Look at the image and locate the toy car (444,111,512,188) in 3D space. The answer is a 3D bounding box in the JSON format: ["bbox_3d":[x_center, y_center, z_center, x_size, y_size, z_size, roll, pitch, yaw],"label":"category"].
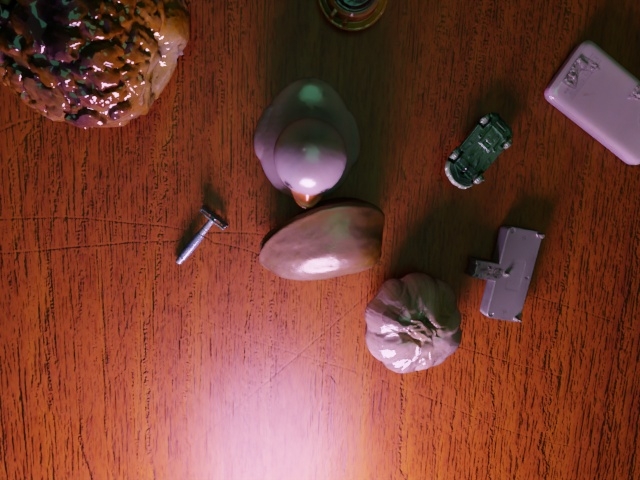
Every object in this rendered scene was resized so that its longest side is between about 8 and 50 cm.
[{"bbox_3d":[0.332,-0.192,0.906,0.093,0.058,0.186,42,81,-10],"label":"toy car"}]

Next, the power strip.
[{"bbox_3d":[0.407,0.072,0.955,0.145,0.061,0.216,9,98,-8],"label":"power strip"}]

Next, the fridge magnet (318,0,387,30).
[{"bbox_3d":[0.064,-0.488,0.827,0.142,0.063,0.143,0,100,-2],"label":"fridge magnet"}]

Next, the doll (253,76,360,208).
[{"bbox_3d":[-0.022,-0.183,0.790,0.220,0.221,0.251,6,88,-7],"label":"doll"}]

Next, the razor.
[{"bbox_3d":[-0.262,-0.003,0.891,0.068,0.040,0.135,39,99,-10],"label":"razor"}]

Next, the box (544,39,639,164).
[{"bbox_3d":[0.638,-0.298,0.926,0.285,0.044,0.142,33,97,-10],"label":"box"}]

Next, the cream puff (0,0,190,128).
[{"bbox_3d":[-0.399,-0.363,0.719,0.342,0.231,0.327,-21,97,-2],"label":"cream puff"}]

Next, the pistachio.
[{"bbox_3d":[0.000,0.000,0.844,0.260,0.163,0.213,-13,140,-3],"label":"pistachio"}]

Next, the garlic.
[{"bbox_3d":[0.201,0.180,0.908,0.227,0.152,0.228,-2,100,-12],"label":"garlic"}]
